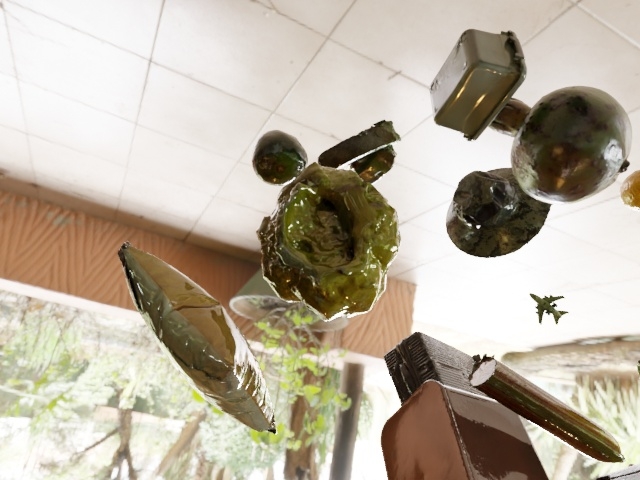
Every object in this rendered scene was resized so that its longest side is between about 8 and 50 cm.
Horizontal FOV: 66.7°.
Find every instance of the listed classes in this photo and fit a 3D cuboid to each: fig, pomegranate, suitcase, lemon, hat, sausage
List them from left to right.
[{"bbox_3d":[-0.093,-0.193,1.034,0.117,0.177,0.117,-6,133,-7],"label":"fig"},{"bbox_3d":[0.346,0.400,1.329,0.152,0.229,0.335,-42,132,22],"label":"suitcase"},{"bbox_3d":[0.392,-0.092,1.163,0.266,0.265,0.128,-11,149,44],"label":"hat"},{"bbox_3d":[0.468,0.350,0.979,0.372,0.082,0.082,33,156,-7],"label":"sausage"},{"bbox_3d":[0.396,-0.173,0.826,0.248,0.202,0.202,35,176,35],"label":"pomegranate"},{"bbox_3d":[1.071,-0.168,1.595,0.142,0.142,0.187,8,165,7],"label":"lemon"}]

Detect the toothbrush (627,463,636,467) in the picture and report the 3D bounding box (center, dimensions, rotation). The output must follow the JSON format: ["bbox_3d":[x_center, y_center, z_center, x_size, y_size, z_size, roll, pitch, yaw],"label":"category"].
[{"bbox_3d":[0.873,0.607,1.176,0.287,0.020,0.025,26,167,-2],"label":"toothbrush"}]

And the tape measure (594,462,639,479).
[{"bbox_3d":[0.431,0.346,0.564,0.182,0.181,0.107,-36,160,19],"label":"tape measure"}]

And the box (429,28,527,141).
[{"bbox_3d":[0.256,-0.268,0.829,0.093,0.124,0.172,10,146,-13],"label":"box"}]

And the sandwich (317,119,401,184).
[{"bbox_3d":[0.128,-0.248,1.537,0.251,0.162,0.301,-23,-177,5],"label":"sandwich"}]

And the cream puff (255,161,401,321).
[{"bbox_3d":[0.001,-0.002,0.839,0.282,0.281,0.185,-5,168,35],"label":"cream puff"}]

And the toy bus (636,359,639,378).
[{"bbox_3d":[0.751,0.278,1.001,0.101,0.088,0.175,-10,164,-13],"label":"toy bus"}]

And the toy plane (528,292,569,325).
[{"bbox_3d":[0.634,0.184,1.365,0.111,0.102,0.040,40,-179,12],"label":"toy plane"}]

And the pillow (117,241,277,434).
[{"bbox_3d":[-0.200,0.175,0.831,0.312,0.119,0.310,40,155,29],"label":"pillow"}]

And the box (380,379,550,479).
[{"bbox_3d":[0.301,0.494,0.989,0.230,0.339,0.239,18,124,-19],"label":"box"}]
